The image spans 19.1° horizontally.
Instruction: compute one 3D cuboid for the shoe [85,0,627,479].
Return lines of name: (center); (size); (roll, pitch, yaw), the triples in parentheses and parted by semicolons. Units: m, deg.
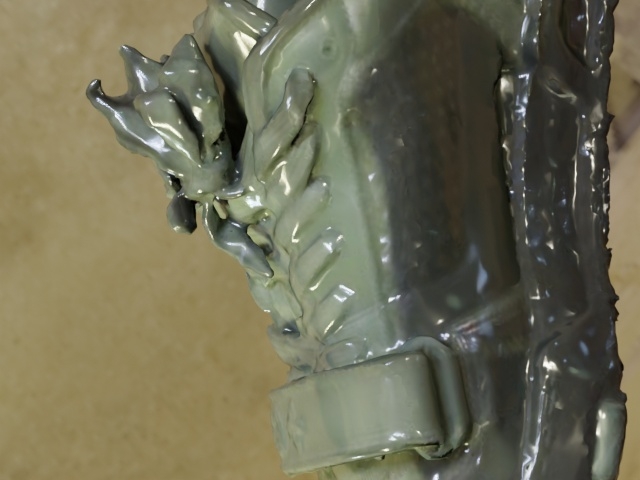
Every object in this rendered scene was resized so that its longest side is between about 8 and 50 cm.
shoe: (0.001, -0.001, 0.541); (0.149, 0.292, 0.109); (13, 162, -24)
